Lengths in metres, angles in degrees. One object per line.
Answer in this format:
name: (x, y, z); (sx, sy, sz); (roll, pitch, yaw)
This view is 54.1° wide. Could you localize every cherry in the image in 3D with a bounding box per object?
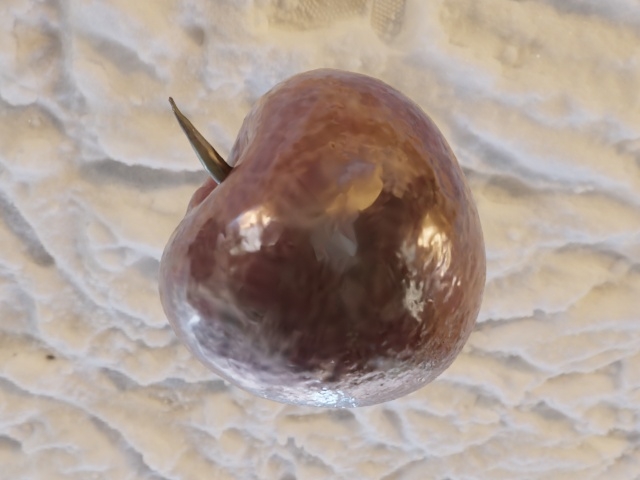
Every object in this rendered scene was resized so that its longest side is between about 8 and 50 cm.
cherry: (0.000, 0.000, 0.452); (0.285, 0.213, 0.236); (44, 88, -19)
